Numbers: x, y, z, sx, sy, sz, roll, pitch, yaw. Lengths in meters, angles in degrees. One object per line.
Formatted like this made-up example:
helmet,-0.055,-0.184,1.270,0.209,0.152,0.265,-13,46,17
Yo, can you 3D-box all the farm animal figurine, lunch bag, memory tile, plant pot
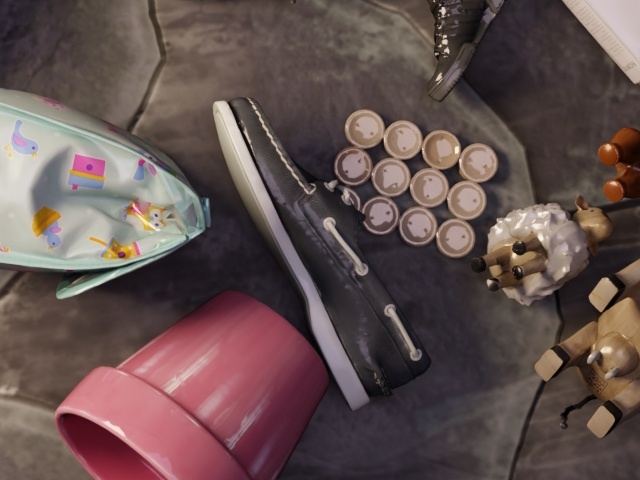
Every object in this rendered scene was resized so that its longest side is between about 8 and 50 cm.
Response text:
farm animal figurine,0.333,0.059,1.517,0.172,0.327,0.330,-22,79,-47
lunch bag,-0.224,-0.038,1.494,0.262,0.223,0.160,11,91,-6
memory tile,0.083,-0.053,1.629,0.148,0.012,0.113,16,85,-3
plant pot,-0.097,0.149,1.518,0.201,0.201,0.180,42,68,-1

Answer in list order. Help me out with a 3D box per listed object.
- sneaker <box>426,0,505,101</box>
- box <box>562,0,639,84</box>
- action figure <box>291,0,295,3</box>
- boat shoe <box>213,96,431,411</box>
sneaker,0.117,-0.217,1.626,0.089,0.051,0.170,31,79,-2
box,0.279,-0.340,1.644,0.232,0.058,0.322,-42,92,-7
action figure,-0.100,-0.298,1.560,0.276,0.141,0.164,3,93,-42
boat shoe,0.000,0.000,1.574,0.091,0.114,0.302,-26,101,-6
